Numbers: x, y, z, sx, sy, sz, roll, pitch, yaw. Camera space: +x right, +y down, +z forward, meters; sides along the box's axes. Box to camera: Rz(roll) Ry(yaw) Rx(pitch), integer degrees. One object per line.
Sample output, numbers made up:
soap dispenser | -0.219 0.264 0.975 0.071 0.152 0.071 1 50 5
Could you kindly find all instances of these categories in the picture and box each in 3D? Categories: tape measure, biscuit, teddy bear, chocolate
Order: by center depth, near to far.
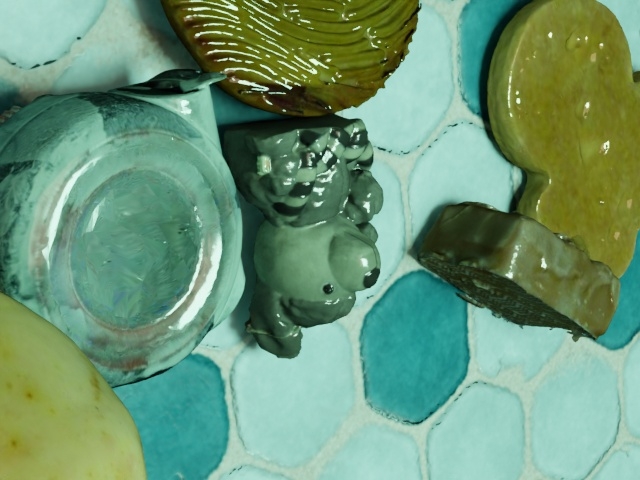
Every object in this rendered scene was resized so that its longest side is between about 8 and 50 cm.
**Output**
tape measure | -0.190 -0.005 1.281 0.275 0.147 0.256 -25 115 -36
biscuit | -0.022 -0.274 1.394 0.318 0.040 0.317 3 85 -38
teddy bear | 0.005 -0.018 1.434 0.171 0.144 0.251 -37 123 -43
chocolate | 0.219 0.029 1.605 0.214 0.148 0.093 34 72 -39
biscuit | 0.304 -0.122 1.701 0.275 0.052 0.355 -49 123 -21

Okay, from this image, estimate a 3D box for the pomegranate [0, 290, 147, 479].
pomegranate | -0.317 0.209 1.078 0.412 0.411 0.411 -8 103 -37
